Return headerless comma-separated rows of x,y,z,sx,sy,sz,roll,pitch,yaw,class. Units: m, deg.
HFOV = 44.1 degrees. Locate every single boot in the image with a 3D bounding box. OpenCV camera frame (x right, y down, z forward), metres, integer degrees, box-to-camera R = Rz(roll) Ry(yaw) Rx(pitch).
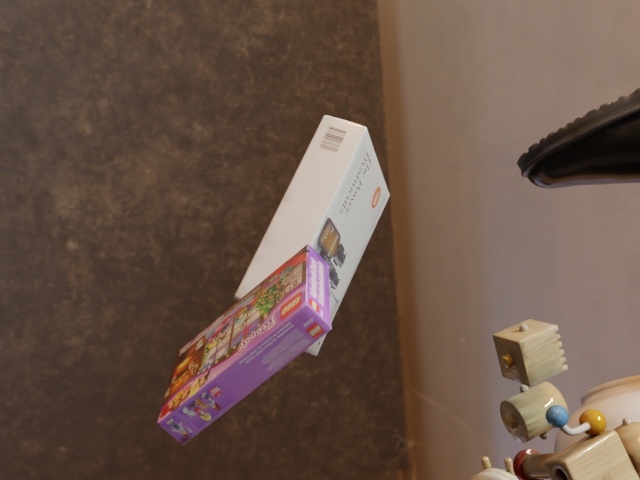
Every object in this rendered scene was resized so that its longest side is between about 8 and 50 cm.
0.533,-0.004,1.144,0.367,0.146,0.445,-28,-100,32,boot

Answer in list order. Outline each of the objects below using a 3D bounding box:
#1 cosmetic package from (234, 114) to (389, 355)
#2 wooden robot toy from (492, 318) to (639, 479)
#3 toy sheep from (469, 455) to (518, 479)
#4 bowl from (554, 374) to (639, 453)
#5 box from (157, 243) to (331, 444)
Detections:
0.000,0.000,1.490,0.377,0.097,0.284,-65,161,-15,cosmetic package
0.162,0.123,0.461,0.173,0.079,0.076,67,-19,6,wooden robot toy
0.211,0.318,0.953,0.091,0.132,0.091,16,-63,34,toy sheep
0.481,0.287,1.190,0.298,0.298,0.134,109,-23,-60,bowl
-0.110,0.150,1.184,0.057,0.293,0.201,45,16,-18,box
